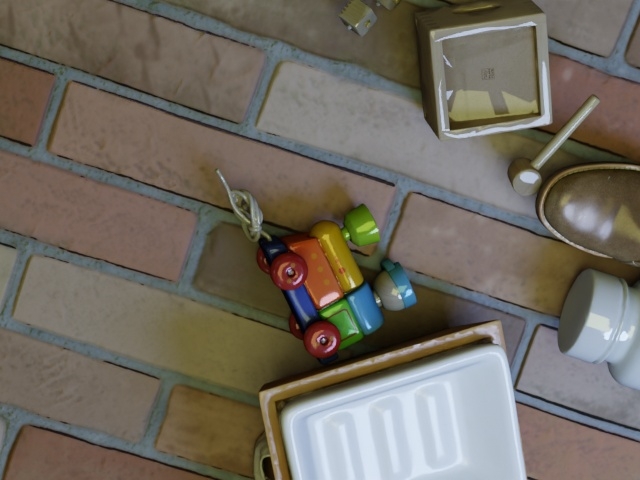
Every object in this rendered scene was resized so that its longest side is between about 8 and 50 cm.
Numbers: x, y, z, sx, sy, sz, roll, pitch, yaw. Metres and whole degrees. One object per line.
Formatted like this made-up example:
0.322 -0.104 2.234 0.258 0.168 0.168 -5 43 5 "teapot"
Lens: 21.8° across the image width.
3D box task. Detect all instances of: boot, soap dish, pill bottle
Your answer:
0.385 -0.004 1.828 0.305 0.115 0.112 18 108 -16 "boot"
0.079 0.226 1.862 0.291 0.118 0.228 -15 107 -15 "soap dish"
0.393 0.113 1.874 0.229 0.131 0.131 18 103 -8 "pill bottle"

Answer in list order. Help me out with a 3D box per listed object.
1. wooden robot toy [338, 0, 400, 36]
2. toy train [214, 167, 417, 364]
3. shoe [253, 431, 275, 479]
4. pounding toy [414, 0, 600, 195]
0.067 -0.310 1.793 0.079 0.076 0.173 37 102 24 "wooden robot toy"
0.000 0.000 1.844 0.143 0.105 0.248 -27 104 -7 "toy train"
-0.036 0.330 1.943 0.077 0.058 0.219 -15 105 1 "shoe"
0.206 -0.158 1.819 0.181 0.094 0.206 -10 114 -6 "pounding toy"
